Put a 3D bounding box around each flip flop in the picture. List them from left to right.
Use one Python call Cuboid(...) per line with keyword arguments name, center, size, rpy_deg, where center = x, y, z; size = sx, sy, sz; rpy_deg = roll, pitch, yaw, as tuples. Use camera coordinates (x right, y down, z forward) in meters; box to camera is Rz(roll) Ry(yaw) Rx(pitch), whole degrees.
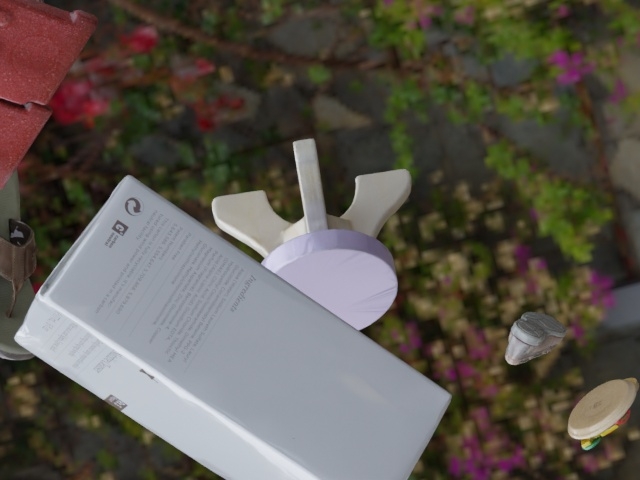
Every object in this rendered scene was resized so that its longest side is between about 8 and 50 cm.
Cuboid(name="flip flop", center=(-0.352, -0.001, 1.762), size=(0.112, 0.080, 0.277), rpy_deg=(10, -122, -34))

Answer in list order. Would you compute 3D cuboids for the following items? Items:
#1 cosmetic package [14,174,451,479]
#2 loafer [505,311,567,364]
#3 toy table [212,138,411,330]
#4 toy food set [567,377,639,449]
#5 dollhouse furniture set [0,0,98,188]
Cuboid(name="cosmetic package", center=(-0.090, 0.124, 1.593), size=(0.385, 0.156, 0.217), rpy_deg=(35, 158, -5))
Cuboid(name="loafer", center=(0.216, 0.101, 1.661), size=(0.045, 0.039, 0.125), rpy_deg=(33, -165, 19))
Cuboid(name="toy table", center=(0.000, 0.000, 2.013), size=(0.274, 0.252, 0.160), rpy_deg=(108, 156, -61))
Cuboid(name="toy food set", center=(0.276, 0.167, 1.584), size=(0.020, 0.083, 0.083), rpy_deg=(50, -161, -15))
Cuboid(name="dollhouse furniture set", center=(-0.357, -0.187, 1.076), size=(0.374, 0.152, 0.201), rpy_deg=(17, -152, -32))
